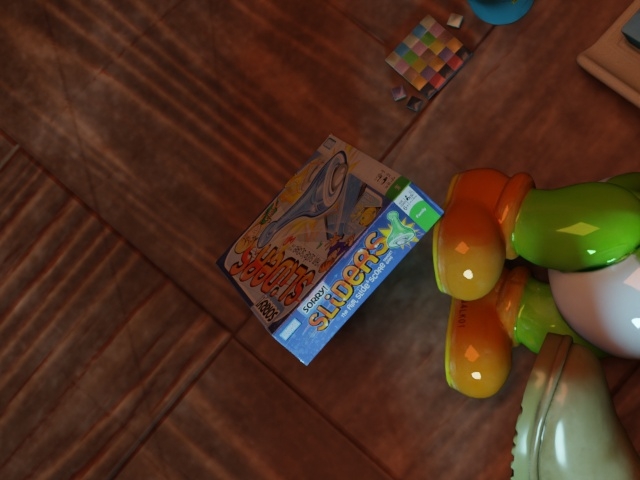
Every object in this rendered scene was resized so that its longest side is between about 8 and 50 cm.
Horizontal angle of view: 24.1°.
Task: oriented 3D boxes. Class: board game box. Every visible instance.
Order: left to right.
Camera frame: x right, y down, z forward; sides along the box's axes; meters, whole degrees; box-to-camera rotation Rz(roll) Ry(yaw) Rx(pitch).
[{"bbox_3d":[0.000,0.000,1.057,0.035,0.201,0.136,42,89,-19],"label":"board game box"}]

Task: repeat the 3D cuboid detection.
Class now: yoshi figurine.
[{"bbox_3d":[0.258,0.059,0.978,0.362,0.203,0.203,3,93,13],"label":"yoshi figurine"}]

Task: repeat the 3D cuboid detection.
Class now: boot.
[{"bbox_3d":[0.262,0.169,0.941,0.270,0.236,0.089,9,45,19],"label":"boot"}]

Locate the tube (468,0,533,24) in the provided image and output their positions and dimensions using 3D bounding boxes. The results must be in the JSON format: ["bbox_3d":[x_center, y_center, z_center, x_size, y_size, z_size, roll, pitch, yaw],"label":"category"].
[{"bbox_3d":[0.113,-0.213,1.062,0.052,0.207,0.080,13,82,18],"label":"tube"}]

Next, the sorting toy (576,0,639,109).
[{"bbox_3d":[0.307,-0.159,1.052,0.208,0.038,0.193,-44,47,0],"label":"sorting toy"}]

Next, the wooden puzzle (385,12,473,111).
[{"bbox_3d":[0.083,-0.141,1.159,0.083,0.006,0.049,-46,70,1],"label":"wooden puzzle"}]
